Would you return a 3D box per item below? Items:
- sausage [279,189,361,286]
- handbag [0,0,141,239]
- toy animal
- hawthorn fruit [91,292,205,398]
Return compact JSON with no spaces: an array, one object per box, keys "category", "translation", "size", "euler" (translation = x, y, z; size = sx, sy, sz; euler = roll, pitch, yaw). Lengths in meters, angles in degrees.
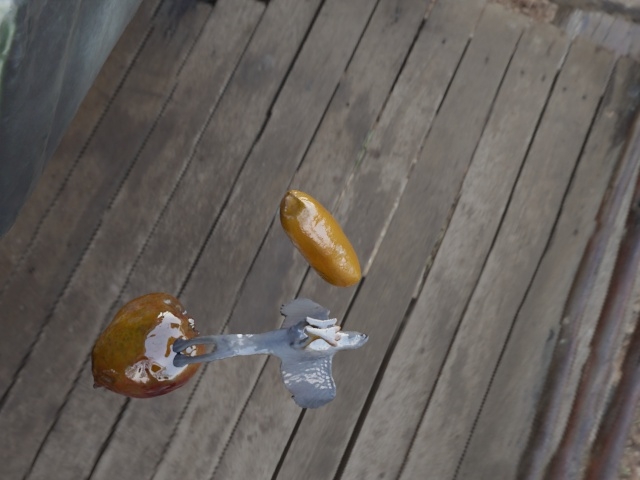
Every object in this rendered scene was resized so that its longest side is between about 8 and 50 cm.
[{"category":"sausage","translation":[0.000,0.000,1.748],"size":[0.098,0.238,0.098],"euler":[-19,43,18]},{"category":"handbag","translation":[-0.210,-0.195,0.508],"size":[0.240,0.247,0.340],"euler":[24,51,-7]},{"category":"toy animal","translation":[-0.082,0.175,1.734],"size":[0.284,0.302,0.224],"euler":[6,71,-28]},{"category":"hawthorn fruit","translation":[-0.352,0.228,1.904],"size":[0.248,0.208,0.208],"euler":[-36,77,2]}]
